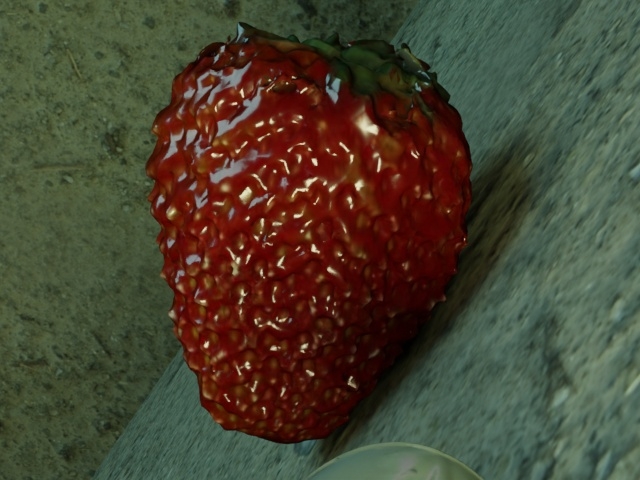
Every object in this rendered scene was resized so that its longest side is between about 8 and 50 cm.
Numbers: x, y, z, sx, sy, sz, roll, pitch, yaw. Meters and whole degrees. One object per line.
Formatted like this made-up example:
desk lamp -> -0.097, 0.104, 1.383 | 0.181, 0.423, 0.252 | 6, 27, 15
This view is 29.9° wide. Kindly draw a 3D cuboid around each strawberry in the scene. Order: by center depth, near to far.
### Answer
strawberry -> 0.000, 0.000, 1.013 | 0.312, 0.267, 0.351 | -11, -71, -64

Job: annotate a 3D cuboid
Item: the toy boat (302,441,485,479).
toy boat -> 0.006, 0.208, 0.465 | 0.141, 0.140, 0.269 | -51, 8, 37
